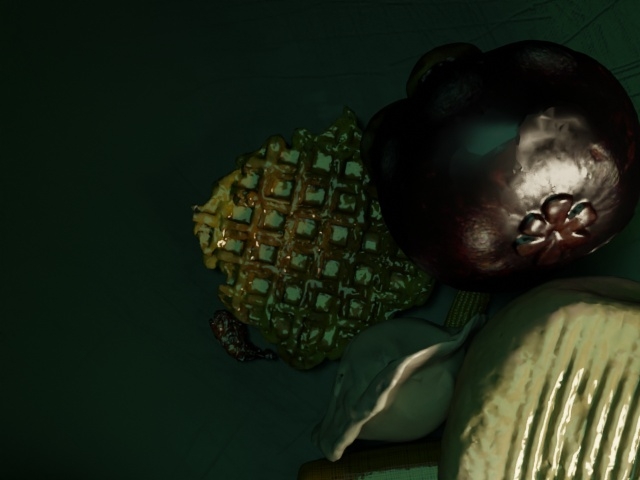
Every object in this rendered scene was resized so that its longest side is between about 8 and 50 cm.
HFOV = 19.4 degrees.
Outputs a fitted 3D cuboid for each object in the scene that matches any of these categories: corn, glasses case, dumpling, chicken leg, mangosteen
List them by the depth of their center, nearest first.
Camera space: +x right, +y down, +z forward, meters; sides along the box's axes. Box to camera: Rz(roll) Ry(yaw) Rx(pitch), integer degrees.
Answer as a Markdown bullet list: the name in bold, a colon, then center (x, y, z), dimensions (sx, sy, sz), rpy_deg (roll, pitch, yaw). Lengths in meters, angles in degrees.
- **mangosteen**: center (0.178, -0.084, 1.849), dimensions (0.287, 0.287, 0.233), rpy_deg (-38, 105, 4)
- **dumpling**: center (0.069, 0.147, 1.860), dimensions (0.124, 0.151, 0.229), rpy_deg (48, 115, 2)
- **glasses case**: center (0.091, 0.243, 1.898), dimensions (0.234, 0.064, 0.079), rpy_deg (-9, 88, 9)
- **corn**: center (0.146, 0.083, 1.923), dimensions (0.037, 0.037, 0.092), rpy_deg (23, 90, 13)
- **chicken leg**: center (-0.086, 0.106, 1.972), dimensions (0.036, 0.021, 0.083), rpy_deg (-45, 77, -7)

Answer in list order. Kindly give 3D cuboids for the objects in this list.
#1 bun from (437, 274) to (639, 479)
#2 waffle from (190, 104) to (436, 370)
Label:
- **bun**: center (0.287, 0.205, 1.789), dimensions (0.361, 0.213, 0.361), rpy_deg (-1, 86, 12)
- **waffle**: center (0.000, 0.000, 1.956), dimensions (0.245, 0.052, 0.254), rpy_deg (-36, 78, 3)
